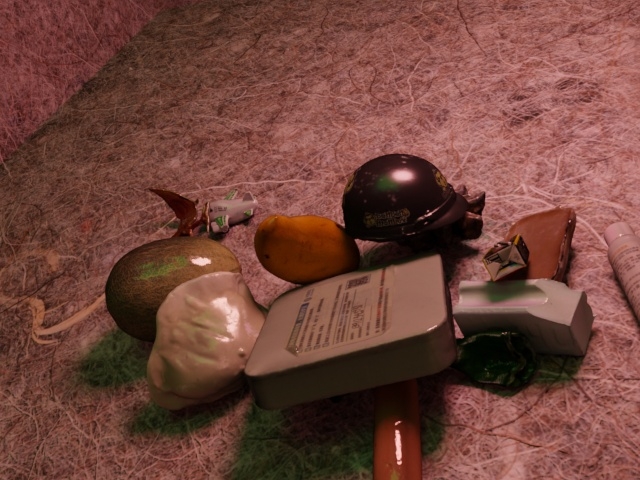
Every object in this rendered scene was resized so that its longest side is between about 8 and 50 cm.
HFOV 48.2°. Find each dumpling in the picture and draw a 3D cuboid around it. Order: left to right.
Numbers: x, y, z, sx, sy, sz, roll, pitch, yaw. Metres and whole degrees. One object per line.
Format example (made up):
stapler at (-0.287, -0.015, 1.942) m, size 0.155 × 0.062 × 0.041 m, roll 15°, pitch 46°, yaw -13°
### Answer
dumpling at (-0.243, 0.208, 1.525) m, size 0.318 × 0.243 × 0.187 m, roll -38°, pitch 23°, yaw -23°

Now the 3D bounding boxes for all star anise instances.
star anise at (0.272, -0.035, 1.650) m, size 0.223 × 0.109 × 0.236 m, roll -23°, pitch 19°, yaw -12°

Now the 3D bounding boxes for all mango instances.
mango at (-0.036, 0.017, 1.615) m, size 0.177 × 0.294 × 0.120 m, roll -46°, pitch 40°, yaw 25°

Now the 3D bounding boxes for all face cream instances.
face cream at (0.607, 0.063, 1.359) m, size 0.081 × 0.082 × 0.269 m, roll -15°, pitch 38°, yaw 12°

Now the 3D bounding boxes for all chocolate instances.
chocolate at (0.446, 0.046, 1.470) m, size 0.161 × 0.083 × 0.261 m, roll -13°, pitch 34°, yaw 44°

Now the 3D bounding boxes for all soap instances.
soap at (0.383, 0.145, 1.339) m, size 0.230 × 0.145 × 0.091 m, roll -3°, pitch 50°, yaw 33°

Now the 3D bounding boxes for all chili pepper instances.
chili pepper at (0.302, 0.211, 1.345) m, size 0.216 × 0.108 × 0.062 m, roll 1°, pitch 11°, yaw 35°

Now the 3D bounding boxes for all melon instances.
melon at (-0.346, 0.112, 1.698) m, size 0.329 × 0.249 × 0.249 m, roll -14°, pitch 37°, yaw -1°

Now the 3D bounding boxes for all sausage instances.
sausage at (0.136, 0.348, 1.269) m, size 0.086 × 0.086 × 0.289 m, roll -12°, pitch 37°, yaw 16°

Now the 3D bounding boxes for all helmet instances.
helmet at (0.169, -0.108, 1.562) m, size 0.278 × 0.161 × 0.230 m, roll -10°, pitch 21°, yaw 24°

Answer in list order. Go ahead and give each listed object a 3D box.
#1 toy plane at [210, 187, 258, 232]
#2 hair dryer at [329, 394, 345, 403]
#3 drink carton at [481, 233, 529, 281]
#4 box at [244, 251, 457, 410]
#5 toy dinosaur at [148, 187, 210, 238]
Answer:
toy plane at (-0.257, -0.087, 2.029) m, size 0.173 × 0.080 × 0.174 m, roll -18°, pitch 37°, yaw 14°
hair dryer at (0.007, 0.257, 1.488) m, size 0.100 × 0.057 × 0.197 m, roll -39°, pitch 33°, yaw -21°
drink carton at (0.357, 0.029, 1.373) m, size 0.071 × 0.056 × 0.165 m, roll -26°, pitch -1°, yaw 19°
box at (0.066, 0.170, 1.427) m, size 0.396 × 0.111 × 0.396 m, roll -16°, pitch 16°, yaw 13°
toy dinosaur at (-0.401, -0.018, 1.980) m, size 0.206 × 0.113 × 0.328 m, roll -17°, pitch 52°, yaw 34°
